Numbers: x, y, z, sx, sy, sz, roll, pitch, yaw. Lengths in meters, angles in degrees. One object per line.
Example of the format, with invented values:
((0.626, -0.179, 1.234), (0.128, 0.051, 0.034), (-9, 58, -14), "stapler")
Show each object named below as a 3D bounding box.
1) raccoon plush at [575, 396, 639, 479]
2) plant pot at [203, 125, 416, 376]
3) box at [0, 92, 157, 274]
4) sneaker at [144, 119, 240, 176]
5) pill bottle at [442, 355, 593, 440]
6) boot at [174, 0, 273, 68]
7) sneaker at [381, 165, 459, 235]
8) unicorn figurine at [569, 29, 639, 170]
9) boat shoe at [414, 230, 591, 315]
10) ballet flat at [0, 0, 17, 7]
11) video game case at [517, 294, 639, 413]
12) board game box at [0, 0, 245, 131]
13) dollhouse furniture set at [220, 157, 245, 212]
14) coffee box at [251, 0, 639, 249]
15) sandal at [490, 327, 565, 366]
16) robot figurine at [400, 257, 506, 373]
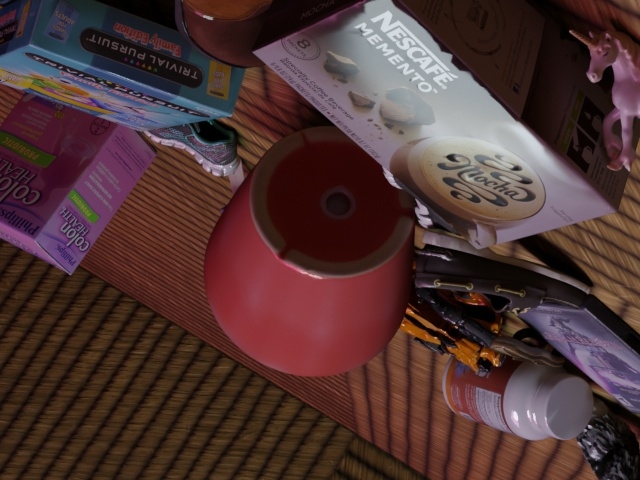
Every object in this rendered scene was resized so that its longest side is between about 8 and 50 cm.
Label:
((0.549, 0.341, 2.084), (0.446, 0.299, 0.216), (62, -167, 20), "raccoon plush")
((0.000, 0.000, 1.862), (0.275, 0.275, 0.243), (32, 156, 5), "plant pot")
((-0.424, -0.104, 2.437), (0.214, 0.243, 0.117), (25, 164, 34), "box")
((-0.180, -0.158, 2.120), (0.166, 0.065, 0.076), (28, 149, 7), "sneaker")
((0.285, 0.218, 2.214), (0.121, 0.121, 0.216), (42, 163, -31), "pill bottle")
((-0.017, -0.235, 1.477), (0.280, 0.096, 0.264), (15, 152, 32), "boot")
((0.140, -0.063, 1.675), (0.106, 0.078, 0.234), (23, 167, 26), "sneaker")
((0.266, -0.107, 1.240), (0.162, 0.111, 0.060), (11, -160, 2), "unicorn figurine")
((0.210, 0.049, 1.787), (0.228, 0.068, 0.081), (17, 178, -24), "boat shoe")
((-0.393, -0.330, 1.979), (0.077, 0.077, 0.231), (17, 180, -35), "ballet flat")
((0.377, 0.151, 1.979), (0.274, 0.026, 0.196), (38, 165, -22), "video game case")
((-0.272, -0.216, 1.897), (0.254, 0.079, 0.336), (18, 174, -24), "board game box")
((-0.081, -0.092, 2.203), (0.114, 0.091, 0.081), (-2, 106, 30), "dollhouse furniture set")
((0.112, -0.135, 1.301), (0.297, 0.118, 0.168), (40, 145, -28), "coffee box")
((0.284, 0.140, 2.080), (0.072, 0.049, 0.180), (9, 173, 30), "sandal")
((0.138, 0.082, 2.149), (0.291, 0.085, 0.211), (30, 166, 14), "robot figurine")
